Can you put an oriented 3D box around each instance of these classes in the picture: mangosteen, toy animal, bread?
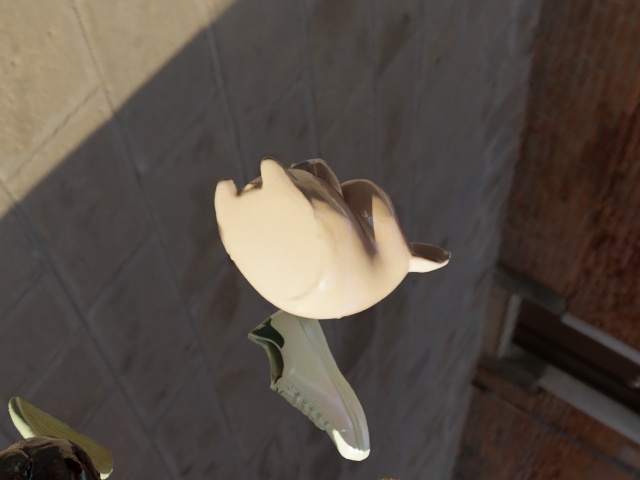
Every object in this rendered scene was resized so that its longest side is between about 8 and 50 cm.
[{"bbox_3d":[-0.349,0.321,1.285,0.184,0.172,0.172,-28,148,-25],"label":"mangosteen"},{"bbox_3d":[0.002,-0.002,1.402,0.195,0.212,0.256,-28,171,35],"label":"toy animal"},{"bbox_3d":[-0.383,0.313,1.598,0.193,0.112,0.036,38,95,-31],"label":"bread"}]

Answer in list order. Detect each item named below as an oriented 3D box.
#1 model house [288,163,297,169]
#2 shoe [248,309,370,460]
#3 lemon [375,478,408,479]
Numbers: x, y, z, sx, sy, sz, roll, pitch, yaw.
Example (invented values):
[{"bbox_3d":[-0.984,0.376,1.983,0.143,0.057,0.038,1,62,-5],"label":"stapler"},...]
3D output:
[{"bbox_3d":[0.003,-0.032,1.694,0.119,0.149,0.148,-101,-150,-65],"label":"model house"},{"bbox_3d":[-0.022,0.229,1.651,0.110,0.265,0.095,-21,172,-27],"label":"shoe"},{"bbox_3d":[0.098,0.452,1.397,0.254,0.310,0.253,-19,139,-18],"label":"lemon"}]
